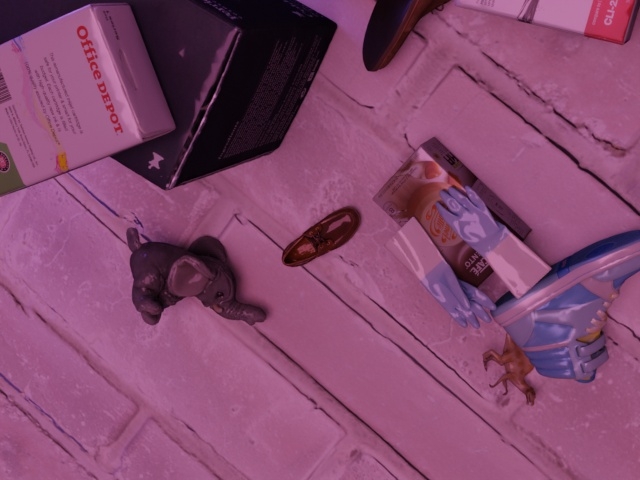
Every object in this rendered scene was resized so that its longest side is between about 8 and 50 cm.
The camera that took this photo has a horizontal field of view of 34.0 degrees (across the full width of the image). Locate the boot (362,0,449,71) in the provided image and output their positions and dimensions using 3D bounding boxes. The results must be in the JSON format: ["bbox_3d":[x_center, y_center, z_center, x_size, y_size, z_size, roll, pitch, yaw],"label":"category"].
[{"bbox_3d":[0.173,-0.409,1.811,0.305,0.115,0.112,-57,39,37],"label":"boot"}]

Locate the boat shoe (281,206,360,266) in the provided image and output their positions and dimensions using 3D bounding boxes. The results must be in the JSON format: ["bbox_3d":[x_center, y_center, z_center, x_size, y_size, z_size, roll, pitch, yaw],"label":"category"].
[{"bbox_3d":[-0.001,0.000,1.990,0.178,0.060,0.064,-34,90,23],"label":"boat shoe"}]

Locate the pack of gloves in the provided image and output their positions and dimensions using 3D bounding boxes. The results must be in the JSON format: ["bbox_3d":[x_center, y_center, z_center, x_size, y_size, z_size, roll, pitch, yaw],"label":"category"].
[{"bbox_3d":[0.246,0.033,1.809,0.232,0.046,0.195,46,117,5],"label":"pack of gloves"}]

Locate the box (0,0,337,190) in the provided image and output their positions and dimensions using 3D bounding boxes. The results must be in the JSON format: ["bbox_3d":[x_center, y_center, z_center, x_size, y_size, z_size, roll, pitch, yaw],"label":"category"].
[{"bbox_3d":[-0.295,-0.352,1.787,0.480,0.472,0.297,31,111,9],"label":"box"}]

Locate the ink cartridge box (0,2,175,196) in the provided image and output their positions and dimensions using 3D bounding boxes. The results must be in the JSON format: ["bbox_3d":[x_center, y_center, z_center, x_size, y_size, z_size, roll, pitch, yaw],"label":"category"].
[{"bbox_3d":[-0.379,-0.205,1.531,0.278,0.117,0.201,-18,97,23],"label":"ink cartridge box"}]

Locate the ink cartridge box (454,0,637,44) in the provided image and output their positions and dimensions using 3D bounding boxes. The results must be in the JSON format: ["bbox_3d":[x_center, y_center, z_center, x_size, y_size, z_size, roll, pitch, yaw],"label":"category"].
[{"bbox_3d":[0.374,-0.403,1.687,0.273,0.197,0.114,16,107,15],"label":"ink cartridge box"}]

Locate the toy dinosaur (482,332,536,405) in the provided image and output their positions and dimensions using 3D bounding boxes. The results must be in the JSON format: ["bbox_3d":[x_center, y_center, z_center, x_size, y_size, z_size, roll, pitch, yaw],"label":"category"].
[{"bbox_3d":[0.348,0.218,1.935,0.093,0.053,0.183,-12,86,4],"label":"toy dinosaur"}]

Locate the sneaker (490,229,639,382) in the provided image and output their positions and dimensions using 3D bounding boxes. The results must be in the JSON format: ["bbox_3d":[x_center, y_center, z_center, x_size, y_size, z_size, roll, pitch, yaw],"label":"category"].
[{"bbox_3d":[0.479,0.127,1.822,0.319,0.127,0.208,-32,91,30],"label":"sneaker"}]

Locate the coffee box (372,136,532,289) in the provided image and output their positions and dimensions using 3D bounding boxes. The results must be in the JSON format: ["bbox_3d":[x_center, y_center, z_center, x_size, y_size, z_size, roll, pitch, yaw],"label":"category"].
[{"bbox_3d":[0.236,-0.047,1.874,0.246,0.098,0.141,44,115,5],"label":"coffee box"}]

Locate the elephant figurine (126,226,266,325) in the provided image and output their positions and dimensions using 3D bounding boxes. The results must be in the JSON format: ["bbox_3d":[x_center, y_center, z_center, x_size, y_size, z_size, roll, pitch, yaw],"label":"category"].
[{"bbox_3d":[-0.243,0.072,2.062,0.239,0.186,0.169,-10,56,11],"label":"elephant figurine"}]
